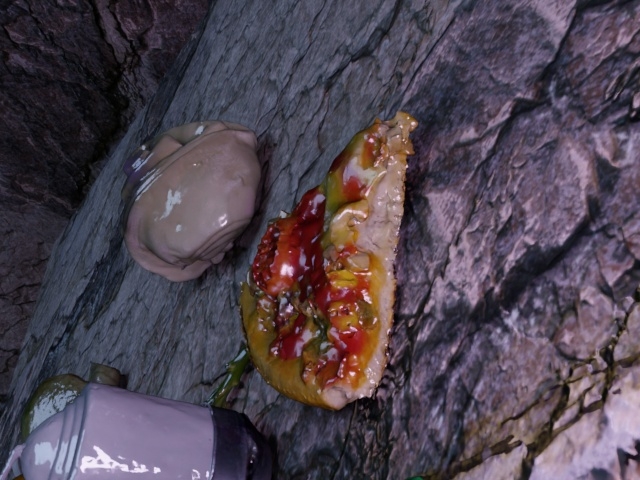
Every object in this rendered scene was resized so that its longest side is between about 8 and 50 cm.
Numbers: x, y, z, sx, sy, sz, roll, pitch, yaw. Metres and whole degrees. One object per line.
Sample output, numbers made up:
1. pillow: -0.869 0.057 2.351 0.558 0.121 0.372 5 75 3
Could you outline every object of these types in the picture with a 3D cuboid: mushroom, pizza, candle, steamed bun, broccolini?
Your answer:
1. mushroom: -0.558 0.410 1.807 0.291 0.212 0.217 -66 16 -15
2. pizza: 0.000 0.000 1.098 0.405 0.130 0.440 -67 24 4
3. candle: -0.258 0.314 1.102 0.221 0.343 0.221 -51 29 43
4. steamed bun: -0.287 -0.095 1.621 0.339 0.248 0.352 -44 37 43
5. broccolini: -0.147 0.229 1.309 0.067 0.058 0.216 35 94 30

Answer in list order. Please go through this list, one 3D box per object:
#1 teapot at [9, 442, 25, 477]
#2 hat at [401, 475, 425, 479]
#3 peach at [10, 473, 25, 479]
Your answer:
1. teapot: -0.561 0.562 1.667 0.204 0.139 0.297 -28 73 40
2. hat: 0.075 0.367 0.568 0.332 0.242 0.274 56 146 36
3. peach: -0.474 0.556 1.367 0.373 0.290 0.372 166 90 -74
